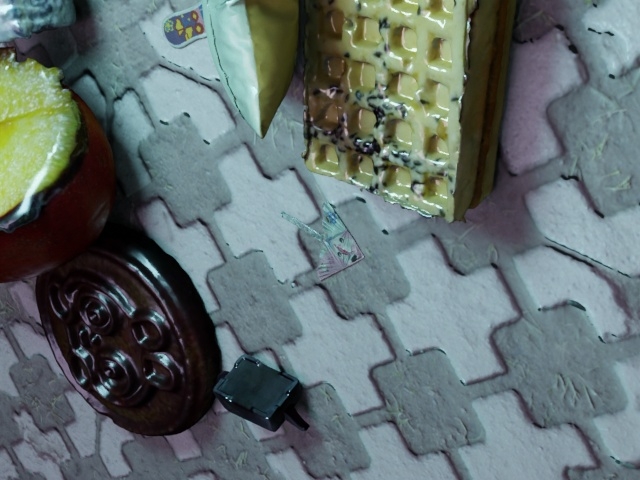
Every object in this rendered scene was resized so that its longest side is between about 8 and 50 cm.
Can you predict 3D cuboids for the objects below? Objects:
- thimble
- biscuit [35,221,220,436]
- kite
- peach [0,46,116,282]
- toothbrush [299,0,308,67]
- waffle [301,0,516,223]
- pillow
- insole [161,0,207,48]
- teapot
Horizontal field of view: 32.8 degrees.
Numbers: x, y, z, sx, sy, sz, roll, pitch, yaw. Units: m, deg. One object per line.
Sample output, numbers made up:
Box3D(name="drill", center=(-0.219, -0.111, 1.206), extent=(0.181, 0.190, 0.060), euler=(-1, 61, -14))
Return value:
Box3D(name="thimble", center=(-0.491, -0.378, 1.652), extent=(0.245, 0.217, 0.157), euler=(8, 117, 53))
Box3D(name="biscuit", center=(-0.348, 0.164, 1.904), extent=(0.407, 0.091, 0.408), euler=(18, 121, 32))
Box3D(name="kite", center=(0.000, 0.000, 1.587), extent=(0.152, 0.005, 0.137), euler=(23, 124, 31))
Box3D(name="peach", center=(-0.505, -0.110, 1.726), extent=(0.416, 0.353, 0.339), euler=(-19, 66, 56))
Box3D(name="toothbrush", center=(-0.018, -0.370, 1.360), extent=(0.029, 0.025, 0.307), euler=(9, 106, 25))
Box3D(name="waffle", center=(0.097, -0.231, 1.313), extent=(0.261, 0.114, 0.376), euler=(21, 124, 30))
Box3D(name="pillow", center=(-0.087, -0.307, 1.340), extent=(0.119, 0.310, 0.313), euler=(-5, 111, -4))
Box3D(name="insole", center=(-0.162, -0.318, 1.560), extent=(0.197, 0.004, 0.065), euler=(-7, 107, 41))
Box3D(name="teapot", center=(-0.093, 0.259, 1.750), extent=(0.177, 0.087, 0.096), euler=(20, 146, 31))
